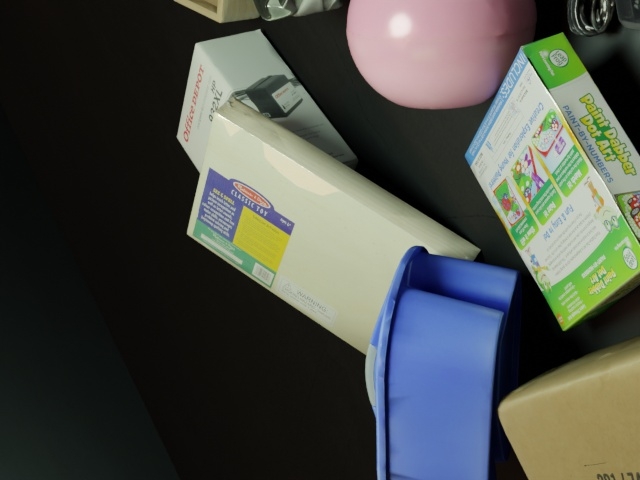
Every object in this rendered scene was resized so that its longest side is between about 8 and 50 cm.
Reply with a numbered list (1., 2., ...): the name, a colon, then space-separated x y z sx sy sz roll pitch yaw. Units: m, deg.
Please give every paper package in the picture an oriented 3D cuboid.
1. paper package: 0.377 0.238 0.911 0.309 0.168 0.325 65 148 10

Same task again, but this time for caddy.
1. caddy: 0.141 0.175 1.146 0.179 0.241 0.341 6 115 20

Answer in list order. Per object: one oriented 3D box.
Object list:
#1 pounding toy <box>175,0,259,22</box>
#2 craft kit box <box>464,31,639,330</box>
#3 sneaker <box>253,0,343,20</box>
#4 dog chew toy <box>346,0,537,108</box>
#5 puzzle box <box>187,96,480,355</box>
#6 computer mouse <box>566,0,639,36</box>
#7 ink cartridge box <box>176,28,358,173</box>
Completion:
1. pounding toy: -0.127 -0.439 1.454 0.206 0.094 0.181 32 127 35
2. craft kit box: 0.258 -0.050 0.988 0.250 0.061 0.246 104 145 -70
3. sneaker: 0.036 -0.403 1.152 0.330 0.146 0.122 -45 58 55
4. dog chew toy: 0.125 -0.314 0.989 0.207 0.207 0.331 24 125 51
5. puzzle box: 0.000 0.000 1.339 0.409 0.052 0.272 33 139 10
6. computer mouse: 0.331 -0.252 0.836 0.272 0.072 0.188 -132 34 -55
7. ink cartridge box: -0.098 -0.152 1.508 0.307 0.129 0.223 55 146 25
